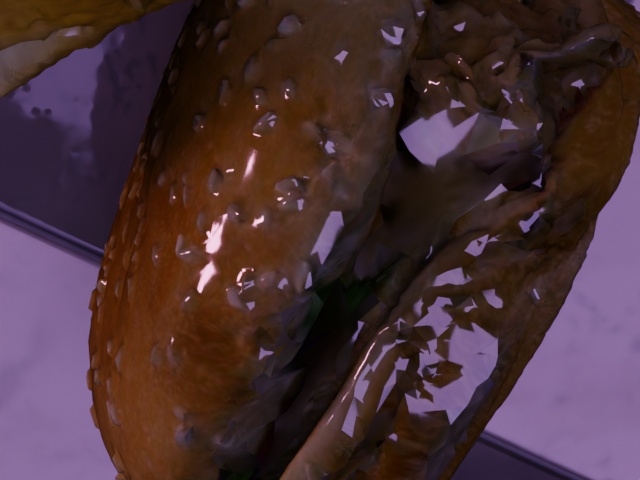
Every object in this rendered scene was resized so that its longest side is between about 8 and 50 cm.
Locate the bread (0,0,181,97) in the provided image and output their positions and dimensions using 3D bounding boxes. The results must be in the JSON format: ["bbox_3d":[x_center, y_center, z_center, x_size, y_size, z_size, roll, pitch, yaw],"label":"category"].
[{"bbox_3d":[-0.119,-0.156,0.358,0.124,0.186,0.257,-19,111,19],"label":"bread"}]

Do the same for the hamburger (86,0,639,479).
[{"bbox_3d":[0.000,0.000,0.440,0.122,0.189,0.215,24,110,-7],"label":"hamburger"}]
